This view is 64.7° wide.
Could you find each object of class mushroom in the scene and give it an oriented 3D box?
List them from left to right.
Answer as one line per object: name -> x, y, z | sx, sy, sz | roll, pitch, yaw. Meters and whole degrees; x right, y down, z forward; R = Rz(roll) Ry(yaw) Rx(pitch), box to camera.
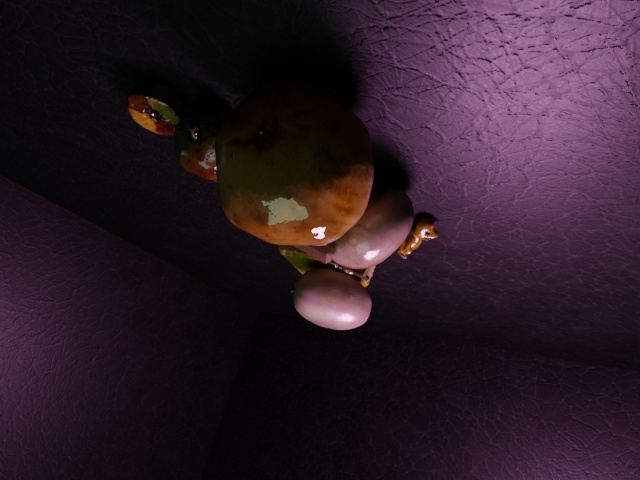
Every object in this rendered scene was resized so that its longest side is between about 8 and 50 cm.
mushroom -> 0.108, -0.074, 1.455 | 0.290, 0.292, 0.292 | 46, 157, -4

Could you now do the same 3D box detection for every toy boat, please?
toy boat -> 0.000, 0.000, 1.786 | 0.445, 0.136, 0.162 | 28, -163, 16

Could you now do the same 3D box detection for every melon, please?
melon -> 0.042, 0.226, 1.956 | 0.316, 0.223, 0.223 | 16, 161, -3

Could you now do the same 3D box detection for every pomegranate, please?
pomegranate -> -0.311, -0.259, 1.400 | 0.198, 0.199, 0.246 | 24, 164, -17
pomegranate -> -0.046, -0.161, 1.185 | 0.409, 0.411, 0.410 | 16, 161, 6

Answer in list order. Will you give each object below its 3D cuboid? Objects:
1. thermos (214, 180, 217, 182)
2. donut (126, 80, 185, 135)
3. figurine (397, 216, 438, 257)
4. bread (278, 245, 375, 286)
thermos -> -0.281, -0.197, 1.706 | 0.193, 0.105, 0.137 | 25, -169, -8
donut -> -0.452, -0.368, 1.405 | 0.166, 0.074, 0.184 | 18, 160, 2
figurine -> 0.301, -0.033, 1.654 | 0.122, 0.121, 0.176 | 48, 142, -3
bread -> 0.032, 0.063, 2.057 | 0.323, 0.143, 0.333 | 8, 158, 24
